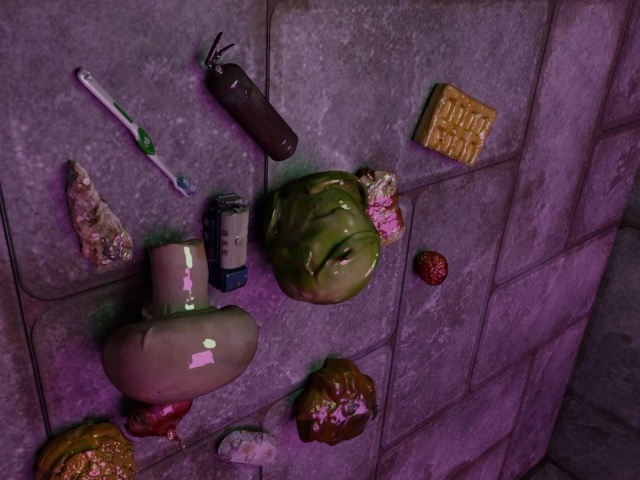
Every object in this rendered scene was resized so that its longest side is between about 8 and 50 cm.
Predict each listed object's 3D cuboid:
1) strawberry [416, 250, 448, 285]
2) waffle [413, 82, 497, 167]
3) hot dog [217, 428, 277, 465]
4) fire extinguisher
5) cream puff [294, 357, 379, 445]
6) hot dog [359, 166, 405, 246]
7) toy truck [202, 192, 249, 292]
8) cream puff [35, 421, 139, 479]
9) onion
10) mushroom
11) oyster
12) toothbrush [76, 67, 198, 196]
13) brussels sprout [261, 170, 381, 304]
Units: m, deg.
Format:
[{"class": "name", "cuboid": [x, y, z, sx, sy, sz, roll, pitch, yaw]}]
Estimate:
[{"class": "strawberry", "cuboid": [0.320, 0.079, 1.717, 0.106, 0.106, 0.106, -23, 127, -34]}, {"class": "waffle", "cuboid": [0.355, -0.299, 1.552, 0.274, 0.057, 0.168, 9, 106, -47]}, {"class": "hot dog", "cuboid": [-0.185, 0.530, 1.513, 0.192, 0.053, 0.099, 27, 92, -46]}, {"class": "fire extinguisher", "cuboid": [-0.129, -0.257, 1.092, 0.089, 0.072, 0.268, -48, 138, -3]}, {"class": "cream puff", "cuboid": [0.053, 0.445, 1.618, 0.269, 0.154, 0.241, 24, 94, -46]}, {"class": "hot dog", "cuboid": [0.130, -0.077, 1.437, 0.146, 0.103, 0.213, -14, 115, -14]}, {"class": "toy truck", "cuboid": [-0.182, 0.004, 1.182, 0.074, 0.088, 0.202, -17, 124, -39]}, {"class": "cream puff", "cuboid": [-0.448, 0.450, 1.153, 0.189, 0.129, 0.189, -23, 129, -31]}, {"class": "onion", "cuboid": [-0.311, 0.368, 1.204, 0.150, 0.140, 0.150, -36, 175, -3]}, {"class": "mushroom", "cuboid": [-0.269, 0.150, 1.103, 0.292, 0.292, 0.290, -6, 81, -42]}, {"class": "oyster", "cuboid": [-0.379, -0.028, 0.991, 0.106, 0.061, 0.200, -46, 137, -13]}, {"class": "toothbrush", "cuboid": [-0.306, -0.172, 1.006, 0.030, 0.030, 0.304, -49, 136, -11]}, {"class": "brussels sprout", "cuboid": [0.001, -0.001, 1.232, 0.227, 0.260, 0.294, 5, 134, -38]}]
